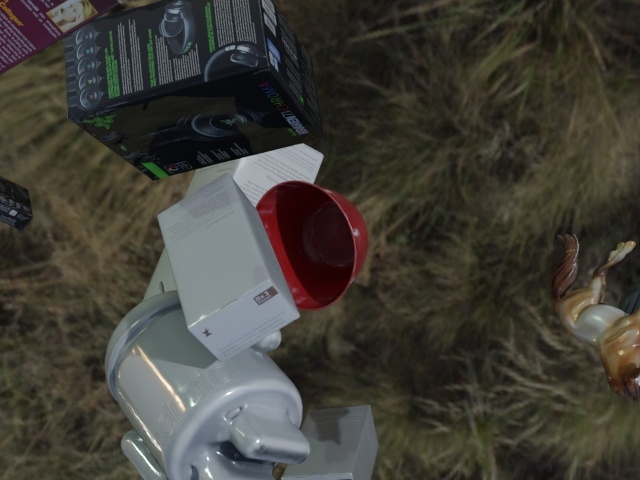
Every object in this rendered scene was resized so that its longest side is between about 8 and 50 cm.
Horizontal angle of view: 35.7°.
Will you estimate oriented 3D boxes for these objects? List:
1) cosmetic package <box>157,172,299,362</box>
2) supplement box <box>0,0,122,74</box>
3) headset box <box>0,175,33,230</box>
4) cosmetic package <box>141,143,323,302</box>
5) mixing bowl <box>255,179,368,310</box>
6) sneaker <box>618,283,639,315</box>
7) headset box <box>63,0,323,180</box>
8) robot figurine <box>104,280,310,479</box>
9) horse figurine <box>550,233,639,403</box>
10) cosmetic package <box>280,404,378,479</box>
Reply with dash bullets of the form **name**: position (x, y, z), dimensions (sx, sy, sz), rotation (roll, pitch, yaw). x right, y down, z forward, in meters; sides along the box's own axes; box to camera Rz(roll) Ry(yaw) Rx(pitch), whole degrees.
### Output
- **cosmetic package**: position (-0.119, 0.029, 1.233), dimensions (0.117, 0.231, 0.085), rotation (-31, 133, 7)
- **supplement box**: position (-0.300, -0.243, 0.965), dimensions (0.188, 0.081, 0.104), rotation (-27, 136, 13)
- **headset box**: position (-0.477, -0.061, 1.515), dimensions (0.032, 0.083, 0.062), rotation (-46, 131, 16)
- **cosmetic package**: position (-0.158, -0.007, 1.703), dimensions (0.155, 0.365, 0.197), rotation (27, 164, -27)
- **mixing bowl**: position (0.000, 0.000, 1.392), dimensions (0.181, 0.098, 0.181), rotation (9, 105, 35)
- **sneaker**: position (0.585, 0.099, 1.558), dimensions (0.330, 0.146, 0.122), rotation (6, 117, -23)
- **headset box**: position (-0.169, -0.200, 1.301), dimensions (0.283, 0.131, 0.246), rotation (-12, 162, 12)
- **robot figurine**: position (-0.160, 0.200, 1.330), dimensions (0.200, 0.353, 0.300), rotation (28, 101, -47)
- **horse figurine**: position (0.374, 0.087, 1.265), dimensions (0.174, 0.263, 0.066), rotation (-49, 124, 1)
- **cosmetic package**: position (0.022, 0.387, 1.733), dimensions (0.127, 0.238, 0.107), rotation (-6, 111, 15)
